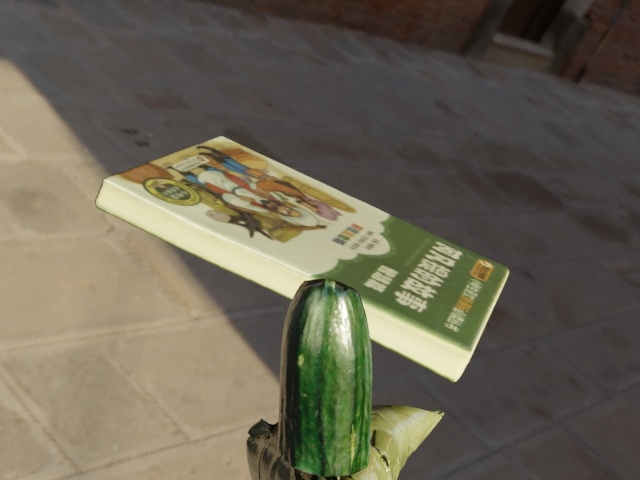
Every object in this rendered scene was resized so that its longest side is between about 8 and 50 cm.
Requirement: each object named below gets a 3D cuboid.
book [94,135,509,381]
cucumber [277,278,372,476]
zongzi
[{"bbox_3d":[0.000,0.000,0.729,0.264,0.027,0.202,25,19,10],"label":"book"},{"bbox_3d":[0.001,0.063,0.491,0.048,0.105,0.048,1,22,0],"label":"cucumber"},{"bbox_3d":[0.040,0.127,0.547,0.130,0.062,0.154,-8,9,-19],"label":"zongzi"}]
